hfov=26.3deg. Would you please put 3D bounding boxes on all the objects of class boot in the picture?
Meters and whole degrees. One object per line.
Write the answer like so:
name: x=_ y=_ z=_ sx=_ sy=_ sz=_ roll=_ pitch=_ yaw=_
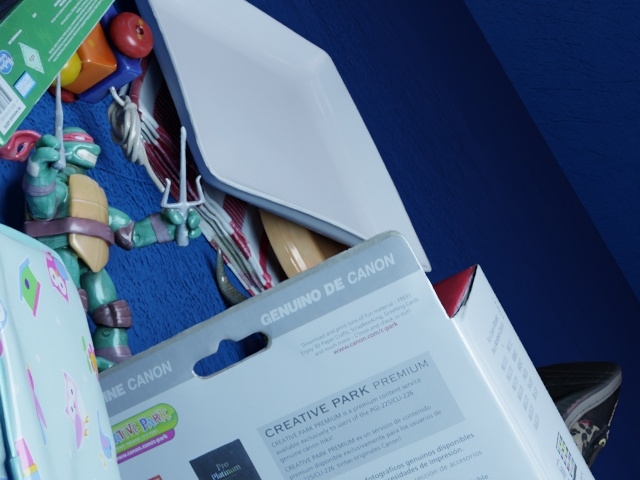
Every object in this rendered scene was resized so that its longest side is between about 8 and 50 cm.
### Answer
boot: x=0.282 y=0.321 z=1.628 sx=0.377 sy=0.138 sz=0.284 roll=-34 pitch=114 yaw=-59

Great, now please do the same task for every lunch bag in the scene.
lunch bag: x=-0.183 y=0.136 z=0.779 sx=0.224 sy=0.108 sz=0.279 roll=54 pitch=23 yaw=-81

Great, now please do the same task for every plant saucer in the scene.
plant saucer: x=0.000 y=0.000 z=1.485 sx=0.200 sy=0.037 sz=0.200 roll=51 pitch=22 yaw=-30

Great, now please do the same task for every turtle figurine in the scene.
turtle figurine: x=-0.173 y=-0.008 z=1.044 sx=0.175 sy=0.118 sz=0.234 roll=10 pitch=70 yaw=-49

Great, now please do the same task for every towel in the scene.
towel: x=-0.094 y=-0.071 z=1.449 sx=0.329 sy=0.037 sz=0.237 roll=53 pitch=21 yaw=-27

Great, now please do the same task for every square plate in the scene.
square plate: x=-0.055 y=-0.131 z=1.433 sx=0.347 sy=0.049 sz=0.344 roll=23 pitch=35 yaw=-47

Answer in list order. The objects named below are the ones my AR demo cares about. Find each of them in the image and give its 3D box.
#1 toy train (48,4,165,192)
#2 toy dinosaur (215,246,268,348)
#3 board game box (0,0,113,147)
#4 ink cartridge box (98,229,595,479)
toy train: x=-0.216 y=-0.148 z=1.146 sx=0.143 sy=0.105 sz=0.248 roll=-15 pitch=79 yaw=-60
toy dinosaur: x=0.004 y=0.133 z=1.315 sx=0.160 sy=0.121 sz=0.313 roll=-79 pitch=144 yaw=-81
board game box: x=-0.235 y=-0.089 z=0.833 sx=0.046 sy=0.213 sz=0.317 roll=53 pitch=22 yaw=-20
ink cartridge box: x=0.004 y=0.153 z=0.995 sx=0.272 sy=0.309 sz=0.130 roll=61 pitch=19 yaw=-7
